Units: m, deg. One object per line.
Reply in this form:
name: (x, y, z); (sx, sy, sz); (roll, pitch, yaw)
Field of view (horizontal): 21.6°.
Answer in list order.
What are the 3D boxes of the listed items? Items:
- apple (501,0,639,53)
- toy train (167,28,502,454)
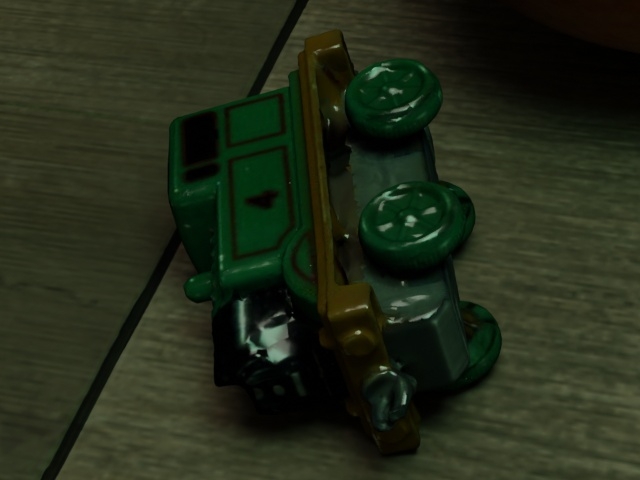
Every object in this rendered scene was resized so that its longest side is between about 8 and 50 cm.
apple: (0.204, -0.261, 0.796); (0.364, 0.364, 0.364); (-3, 43, 3)
toy train: (0.000, 0.000, 0.729); (0.136, 0.091, 0.227); (-12, 43, 9)
